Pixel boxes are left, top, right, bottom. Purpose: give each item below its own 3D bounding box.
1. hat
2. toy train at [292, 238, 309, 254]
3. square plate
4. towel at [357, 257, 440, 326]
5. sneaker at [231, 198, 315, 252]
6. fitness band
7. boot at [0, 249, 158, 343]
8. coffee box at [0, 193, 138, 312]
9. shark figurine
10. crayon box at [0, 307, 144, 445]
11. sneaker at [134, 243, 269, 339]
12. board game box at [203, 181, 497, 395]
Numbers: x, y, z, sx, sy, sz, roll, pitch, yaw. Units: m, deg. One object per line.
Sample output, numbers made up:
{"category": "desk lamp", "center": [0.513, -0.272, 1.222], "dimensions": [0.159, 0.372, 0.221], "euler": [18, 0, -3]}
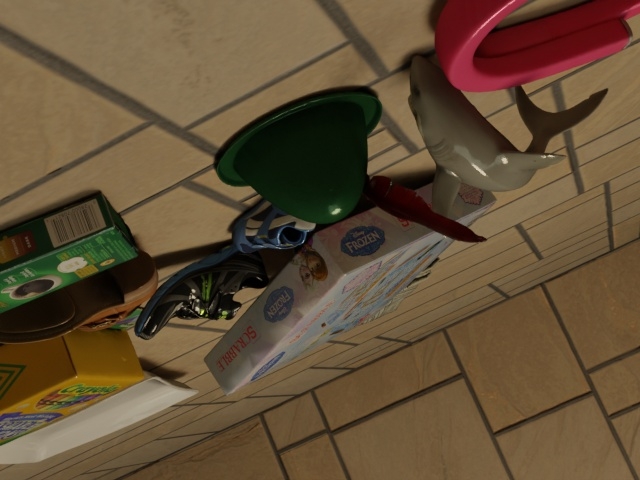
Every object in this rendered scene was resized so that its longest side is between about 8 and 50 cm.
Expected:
{"category": "hat", "center": [0.015, -0.023, 0.972], "dimensions": [0.173, 0.183, 0.208], "euler": [-20, 166, -13]}
{"category": "toy train", "center": [0.000, 0.000, 1.398], "dimensions": [0.083, 0.017, 0.024], "euler": [-20, 177, -14]}
{"category": "square plate", "center": [-0.412, 0.306, 1.820], "dimensions": [0.347, 0.049, 0.344], "euler": [-24, 166, 1]}
{"category": "towel", "center": [0.047, 0.136, 1.916], "dimensions": [0.312, 0.056, 0.324], "euler": [-19, 165, -17]}
{"category": "sneaker", "center": [-0.053, -0.012, 1.171], "dimensions": [0.053, 0.059, 0.144], "euler": [-16, 166, -37]}
{"category": "fitness band", "center": [0.230, -0.212, 0.888], "dimensions": [0.291, 0.054, 0.209], "euler": [-21, 166, -16]}
{"category": "boot", "center": [-0.269, 0.075, 1.128], "dimensions": [0.197, 0.073, 0.152], "euler": [-17, 169, -17]}
{"category": "coffee box", "center": [-0.271, 0.020, 0.969], "dimensions": [0.184, 0.040, 0.113], "euler": [-23, 166, -4]}
{"category": "shark figurine", "center": [0.197, -0.089, 1.015], "dimensions": [0.116, 0.166, 0.278], "euler": [-4, 179, 40]}
{"category": "crayon box", "center": [-0.375, 0.187, 1.349], "dimensions": [0.323, 0.083, 0.203], "euler": [-26, 166, 10]}
{"category": "sneaker", "center": [-0.137, 0.066, 1.229], "dimensions": [0.188, 0.078, 0.067], "euler": [-30, 172, -33]}
{"category": "board game box", "center": [0.038, 0.053, 1.378], "dimensions": [0.318, 0.066, 0.319], "euler": [-23, 162, -44]}
